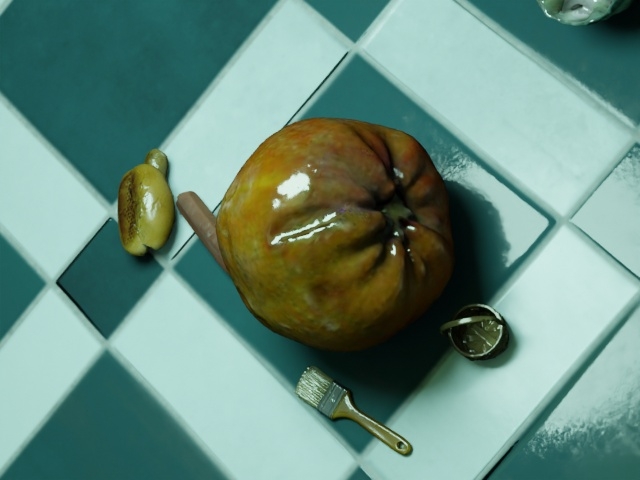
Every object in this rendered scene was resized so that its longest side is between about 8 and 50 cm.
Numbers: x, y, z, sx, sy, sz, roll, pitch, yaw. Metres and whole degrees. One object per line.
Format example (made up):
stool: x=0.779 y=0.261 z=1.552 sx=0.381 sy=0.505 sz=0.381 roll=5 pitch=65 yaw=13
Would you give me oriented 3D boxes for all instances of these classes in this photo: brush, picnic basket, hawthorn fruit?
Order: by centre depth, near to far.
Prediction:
picnic basket: x=0.175 y=0.102 z=1.888 sx=0.072 sy=0.083 sz=0.072 roll=-7 pitch=72 yaw=23
hawthorn fruit: x=0.000 y=0.000 z=1.913 sx=0.298 sy=0.277 sz=0.277 roll=-14 pitch=68 yaw=52
brush: x=0.041 y=0.207 z=1.965 sx=0.170 sy=0.014 sz=0.043 roll=32 pitch=93 yaw=28

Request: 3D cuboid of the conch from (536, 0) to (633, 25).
conch: x=0.358 y=-0.368 z=1.863 sx=0.277 sy=0.195 sz=0.220 roll=-12 pitch=65 yaw=27

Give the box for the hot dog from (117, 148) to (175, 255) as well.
hot dog: x=-0.224 y=-0.050 z=2.137 sx=0.090 sy=0.060 sz=0.140 roll=-36 pitch=59 yaw=43

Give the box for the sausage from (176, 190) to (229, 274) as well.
sausage: x=-0.139 y=-0.009 z=2.099 sx=0.147 sy=0.035 sz=0.030 roll=52 pitch=121 yaw=29
